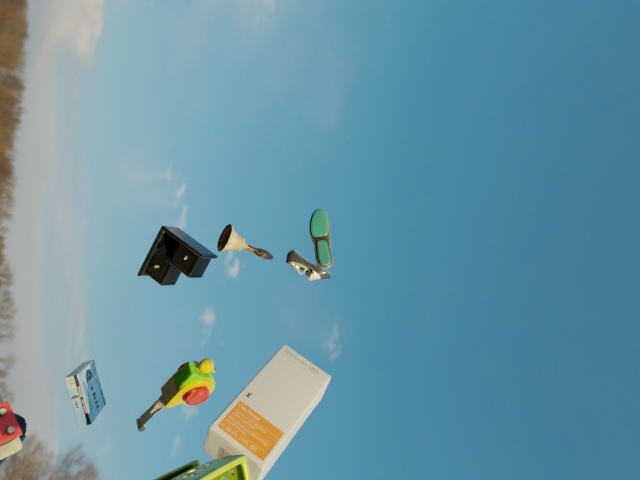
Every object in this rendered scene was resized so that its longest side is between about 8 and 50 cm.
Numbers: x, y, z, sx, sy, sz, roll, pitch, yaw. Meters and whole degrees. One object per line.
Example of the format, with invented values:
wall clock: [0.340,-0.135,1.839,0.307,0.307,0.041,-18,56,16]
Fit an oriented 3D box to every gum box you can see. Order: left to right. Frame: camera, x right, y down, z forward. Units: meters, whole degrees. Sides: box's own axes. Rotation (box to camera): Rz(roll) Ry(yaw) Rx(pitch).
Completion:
gum box: [-0.732,0.474,1.627,0.184,0.041,0.157,-169,-115,-81]

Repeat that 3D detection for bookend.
bookend: [-0.385,0.067,1.397,0.156,0.072,0.157,33,-81,20]

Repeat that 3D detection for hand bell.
hand bell: [-0.308,0.033,2.238,0.126,0.241,0.126,-39,-143,39]

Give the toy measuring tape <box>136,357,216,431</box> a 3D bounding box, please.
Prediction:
toy measuring tape: [-0.394,0.441,1.478,0.330,0.121,0.121,-46,-130,22]

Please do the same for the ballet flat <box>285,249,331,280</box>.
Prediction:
ballet flat: [-0.054,0.116,2.078,0.074,0.203,0.074,-53,-167,17]

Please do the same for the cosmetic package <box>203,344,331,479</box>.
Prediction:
cosmetic package: [-0.179,0.610,1.856,0.230,0.453,0.162,31,-50,14]

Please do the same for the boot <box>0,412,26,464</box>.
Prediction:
boot: [-0.919,0.557,1.443,0.207,0.094,0.247,-72,178,-56]

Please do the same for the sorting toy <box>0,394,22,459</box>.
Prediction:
sorting toy: [-0.837,0.405,1.171,0.089,0.255,0.257,-34,-99,31]

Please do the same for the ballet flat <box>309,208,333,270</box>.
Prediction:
ballet flat: [0.000,0.000,1.754,0.068,0.072,0.214,108,-23,-70]

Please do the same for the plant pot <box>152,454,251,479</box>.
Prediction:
plant pot: [-0.318,0.689,1.318,0.207,0.228,0.228,-12,-96,30]
